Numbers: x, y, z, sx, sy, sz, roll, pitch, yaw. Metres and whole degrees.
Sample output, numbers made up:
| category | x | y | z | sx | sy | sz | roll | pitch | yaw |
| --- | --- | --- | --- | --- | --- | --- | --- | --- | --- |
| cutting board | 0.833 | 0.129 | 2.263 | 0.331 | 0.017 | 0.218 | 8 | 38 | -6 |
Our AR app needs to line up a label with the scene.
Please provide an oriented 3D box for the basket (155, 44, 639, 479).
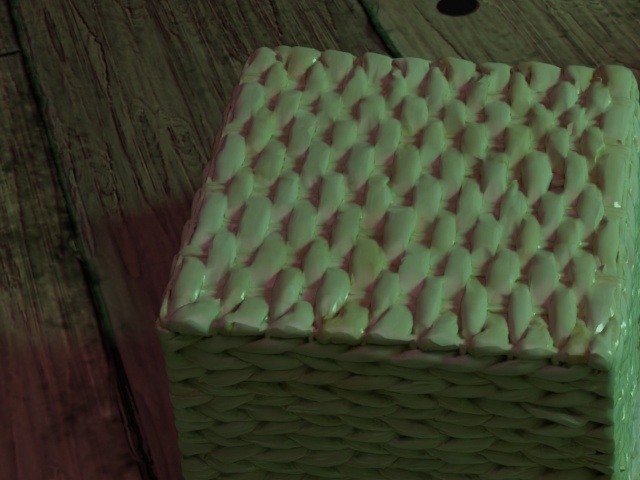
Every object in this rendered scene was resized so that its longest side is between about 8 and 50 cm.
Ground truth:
| category | x | y | z | sx | sy | sz | roll | pitch | yaw |
| --- | --- | --- | --- | --- | --- | --- | --- | --- | --- |
| basket | 0.077 | 0.052 | 1.219 | 0.328 | 0.266 | 0.331 | 4 | 43 | 11 |
